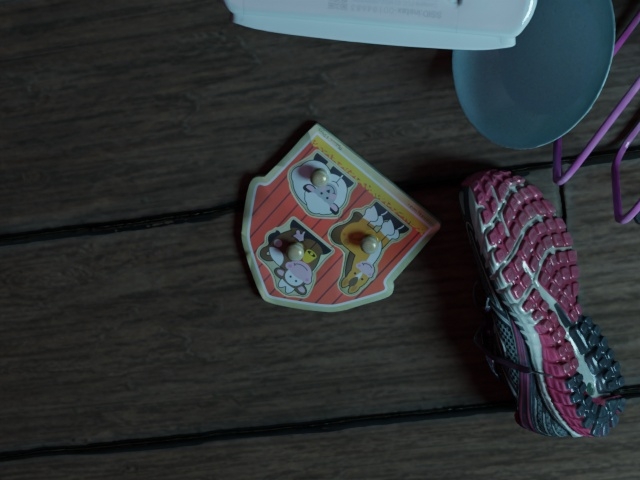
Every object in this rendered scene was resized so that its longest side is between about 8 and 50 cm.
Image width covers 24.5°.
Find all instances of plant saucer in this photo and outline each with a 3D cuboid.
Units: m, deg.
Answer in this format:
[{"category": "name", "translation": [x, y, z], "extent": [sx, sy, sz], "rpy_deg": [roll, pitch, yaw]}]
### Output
[{"category": "plant saucer", "translation": [0.208, -0.181, 1.394], "extent": [0.195, 0.037, 0.195], "rpy_deg": [-7, 81, 46]}]

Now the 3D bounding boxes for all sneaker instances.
[{"category": "sneaker", "translation": [0.202, 0.072, 1.506], "extent": [0.112, 0.121, 0.299], "rpy_deg": [-10, 105, 45]}]

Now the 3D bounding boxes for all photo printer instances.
[{"category": "photo printer", "translation": [0.055, -0.258, 1.281], "extent": [0.256, 0.307, 0.107], "rpy_deg": [5, 114, 3]}]

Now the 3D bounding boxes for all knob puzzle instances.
[{"category": "knob puzzle", "translation": [0.000, 0.000, 1.549], "extent": [0.213, 0.030, 0.213], "rpy_deg": [3, 113, 7]}]

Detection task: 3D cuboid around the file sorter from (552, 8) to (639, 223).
[{"category": "file sorter", "translation": [0.381, -0.074, 1.370], "extent": [0.291, 0.202, 0.182], "rpy_deg": [32, 116, -5]}]
